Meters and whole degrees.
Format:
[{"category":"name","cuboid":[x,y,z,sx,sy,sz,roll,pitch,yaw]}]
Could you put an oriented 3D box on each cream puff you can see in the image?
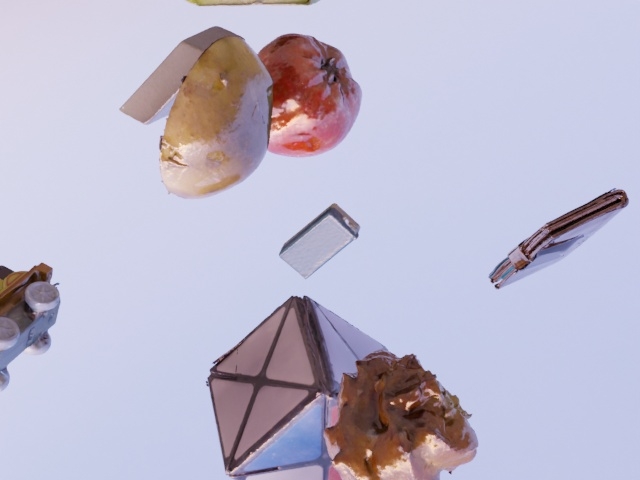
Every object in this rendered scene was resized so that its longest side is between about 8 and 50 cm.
[{"category":"cream puff","cuboid":[0.126,0.295,1.759,0.269,0.155,0.241,5,-112,39]}]

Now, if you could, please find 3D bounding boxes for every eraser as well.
[{"category":"eraser","cuboid":[-0.292,-0.342,2.316,0.111,0.077,0.352,-33,180,-42]}]

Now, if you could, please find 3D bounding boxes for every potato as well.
[{"category":"potato","cuboid":[-0.157,-0.198,1.897,0.116,0.239,0.299,20,-97,30]}]

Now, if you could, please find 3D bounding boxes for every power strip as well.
[{"category":"power strip","cuboid":[0.000,0.000,1.546,0.123,0.056,0.032,-39,-163,38]}]

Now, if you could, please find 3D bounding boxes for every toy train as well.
[{"category":"toy train","cuboid":[-0.377,0.090,1.249,0.219,0.127,0.089,-50,166,-53]}]

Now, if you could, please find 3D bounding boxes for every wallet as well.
[{"category":"wallet","cuboid":[0.306,0.002,1.448,0.124,0.042,0.230,-25,170,-16]}]

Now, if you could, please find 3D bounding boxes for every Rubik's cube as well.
[{"category":"Rubik's cube","cuboid":[-0.017,0.341,2.301,0.305,0.307,0.310,-43,-142,19]}]

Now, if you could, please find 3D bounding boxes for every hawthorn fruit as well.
[{"category":"hawthorn fruit","cuboid":[-0.060,-0.261,2.162,0.272,0.242,0.242,-38,-165,37]}]

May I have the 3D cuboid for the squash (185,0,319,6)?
[{"category":"squash","cuboid":[-0.112,-0.550,1.786,0.234,0.308,0.210,-1,-156,-4]}]
